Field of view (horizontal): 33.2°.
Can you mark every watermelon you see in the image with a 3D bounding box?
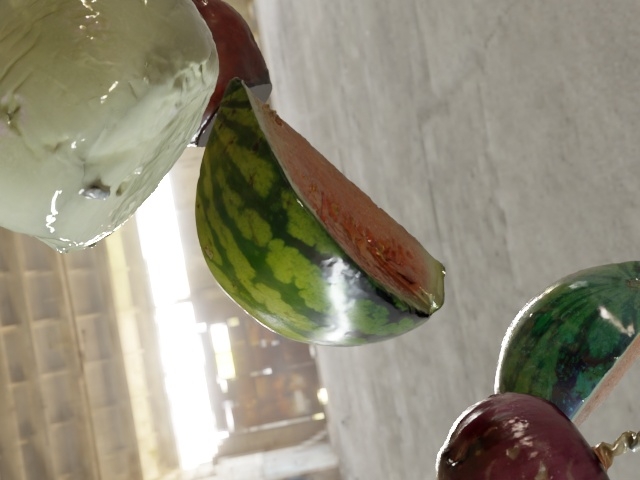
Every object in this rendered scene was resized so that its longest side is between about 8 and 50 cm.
[{"bbox_3d":[0.009,0.011,0.942,0.303,0.159,0.128,41,167,-30],"label":"watermelon"},{"bbox_3d":[0.258,0.111,1.072,0.231,0.128,0.146,-57,-6,22],"label":"watermelon"}]

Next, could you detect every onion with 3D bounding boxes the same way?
[{"bbox_3d":[0.174,0.208,0.873,0.177,0.153,0.177,40,145,36],"label":"onion"}]

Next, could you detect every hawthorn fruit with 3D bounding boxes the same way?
[{"bbox_3d":[-0.173,-0.239,1.360,0.189,0.189,0.251,-117,4,-78],"label":"hawthorn fruit"}]

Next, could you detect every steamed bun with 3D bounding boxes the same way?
[{"bbox_3d":[-0.097,-0.061,0.422,0.091,0.112,0.130,38,-168,-1],"label":"steamed bun"}]
